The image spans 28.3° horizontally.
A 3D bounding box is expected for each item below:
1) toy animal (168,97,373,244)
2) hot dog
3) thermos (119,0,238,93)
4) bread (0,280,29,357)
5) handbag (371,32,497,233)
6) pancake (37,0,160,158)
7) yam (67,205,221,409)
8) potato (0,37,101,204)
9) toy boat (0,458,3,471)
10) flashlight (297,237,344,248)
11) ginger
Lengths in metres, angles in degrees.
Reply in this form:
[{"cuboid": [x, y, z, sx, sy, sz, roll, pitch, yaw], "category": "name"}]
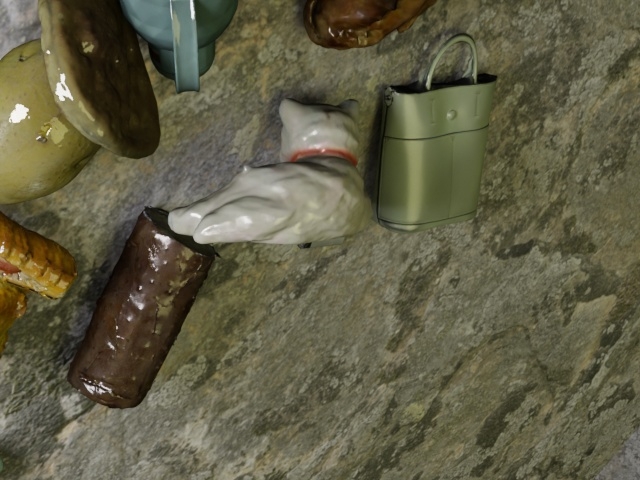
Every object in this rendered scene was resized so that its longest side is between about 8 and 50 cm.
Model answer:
[{"cuboid": [-0.053, -0.093, 1.729, 0.307, 0.266, 0.188, 4, 110, -19], "category": "toy animal"}, {"cuboid": [-0.402, -0.014, 1.467, 0.289, 0.083, 0.068, 30, 137, -33], "category": "hot dog"}, {"cuboid": [-0.158, -0.286, 1.434, 0.145, 0.182, 0.286, -6, 146, -7], "category": "thermos"}, {"cuboid": [-0.452, 0.083, 1.511, 0.260, 0.147, 0.160, 17, 111, -50], "category": "bread"}, {"cuboid": [0.178, -0.176, 2.003, 0.241, 0.109, 0.315, -13, 117, -39], "category": "handbag"}, {"cuboid": [-0.236, -0.198, 1.432, 0.050, 0.242, 0.242, -17, 147, 18], "category": "pancake"}, {"cuboid": [-0.244, 0.098, 1.748, 0.131, 0.131, 0.280, 9, 114, -48], "category": "yam"}, {"cuboid": [-0.334, -0.131, 1.465, 0.194, 0.157, 0.157, -43, 144, 13], "category": "potato"}, {"cuboid": [-0.530, 0.339, 1.697, 0.227, 0.085, 0.155, 14, 111, -50], "category": "toy boat"}, {"cuboid": [0.000, 0.000, 1.998, 0.083, 0.018, 0.018, -6, 127, -42], "category": "flashlight"}, {"cuboid": [0.103, -0.381, 1.662, 0.165, 0.172, 0.321, -58, 173, -72], "category": "ginger"}]
